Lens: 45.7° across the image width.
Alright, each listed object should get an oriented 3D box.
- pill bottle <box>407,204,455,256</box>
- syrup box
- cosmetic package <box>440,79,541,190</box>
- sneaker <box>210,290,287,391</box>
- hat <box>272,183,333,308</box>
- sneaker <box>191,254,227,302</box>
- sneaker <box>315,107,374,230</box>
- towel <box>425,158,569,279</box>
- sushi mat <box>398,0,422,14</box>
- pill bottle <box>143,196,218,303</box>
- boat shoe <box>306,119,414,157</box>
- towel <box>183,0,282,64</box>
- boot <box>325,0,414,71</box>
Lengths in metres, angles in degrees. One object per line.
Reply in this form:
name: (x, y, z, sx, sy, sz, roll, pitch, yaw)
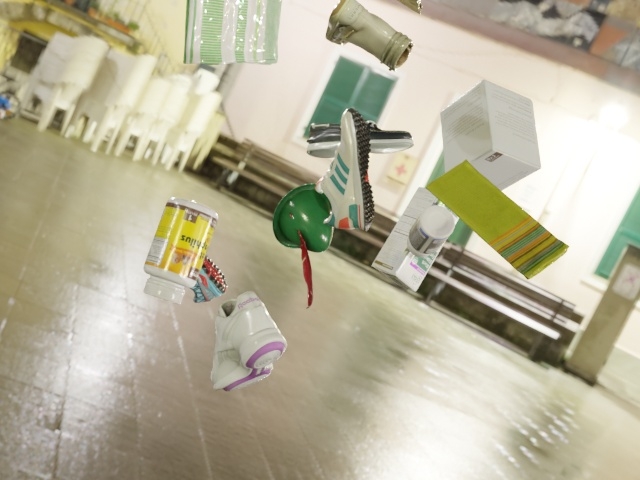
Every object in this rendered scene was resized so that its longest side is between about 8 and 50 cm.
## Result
pill bottle: (0.238, -0.016, 1.671, 0.078, 0.078, 0.137, 25, -24, 1)
syrup box: (0.237, -0.004, 1.860, 0.093, 0.236, 0.096, 37, -9, -38)
cosmetic package: (0.375, -0.225, 1.688, 0.152, 0.183, 0.151, 14, -28, -29)
sneaker: (-0.155, 0.202, 1.508, 0.114, 0.305, 0.152, -15, 69, -31)
hat: (0.000, 0.000, 1.758, 0.173, 0.208, 0.183, -19, 41, -16)
sneaker: (-0.384, 0.072, 2.145, 0.261, 0.125, 0.104, 56, 15, -13)
sneaker: (0.026, -0.090, 0.995, 0.075, 0.161, 0.057, -1, 16, 20)
towel: (0.292, -0.039, 1.261, 0.237, 0.102, 0.021, 46, -29, 24)
sushi mat: (0.059, -0.532, 1.458, 0.317, 0.019, 0.151, 32, 9, 7)
pill bottle: (-0.306, 0.024, 1.636, 0.117, 0.214, 0.117, 18, -8, 3)
boat shoe: (0.104, -0.285, 2.057, 0.303, 0.091, 0.114, 0, -11, 16)
towel: (-0.258, -0.647, 2.281, 0.325, 0.247, 0.038, -11, 28, -36)
boot: (0.097, -0.392, 1.485, 0.165, 0.077, 0.213, 33, 1, 0)
